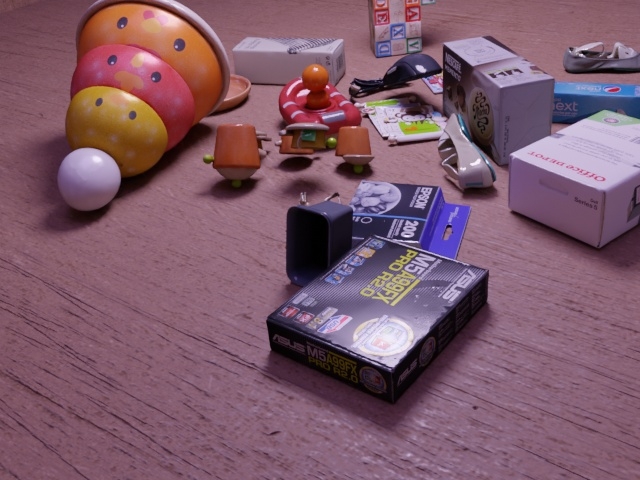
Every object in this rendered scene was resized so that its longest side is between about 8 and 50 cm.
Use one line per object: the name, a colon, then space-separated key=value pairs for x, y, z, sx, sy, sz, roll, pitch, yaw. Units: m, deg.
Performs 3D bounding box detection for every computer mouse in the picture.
computer mouse: x=0.162 y=-0.390 z=1.859 sx=0.184 sy=0.060 sz=0.262 roll=-14 pitch=9 yaw=-11

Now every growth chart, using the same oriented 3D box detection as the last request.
growth chart: x=0.192 y=-0.271 z=1.785 sx=0.172 sy=0.021 sz=0.237 roll=-12 pitch=33 yaw=-12

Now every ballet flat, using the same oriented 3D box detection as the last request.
ballet flat: x=0.702 y=-0.448 z=1.942 sx=0.213 sy=0.068 sz=0.072 roll=-1 pitch=32 yaw=7
ballet flat: x=0.271 y=-0.174 z=1.568 sx=0.086 sy=0.086 sz=0.248 roll=-7 pitch=33 yaw=-2

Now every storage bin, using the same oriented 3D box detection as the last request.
storage bin: x=0.000 y=0.000 z=1.284 sx=0.098 sy=0.135 sz=0.091 roll=17 pitch=27 yaw=32

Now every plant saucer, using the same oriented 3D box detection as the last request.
plant saucer: x=-0.271 y=-0.364 z=1.991 sx=0.200 sy=0.037 sz=0.200 roll=-5 pitch=31 yaw=3

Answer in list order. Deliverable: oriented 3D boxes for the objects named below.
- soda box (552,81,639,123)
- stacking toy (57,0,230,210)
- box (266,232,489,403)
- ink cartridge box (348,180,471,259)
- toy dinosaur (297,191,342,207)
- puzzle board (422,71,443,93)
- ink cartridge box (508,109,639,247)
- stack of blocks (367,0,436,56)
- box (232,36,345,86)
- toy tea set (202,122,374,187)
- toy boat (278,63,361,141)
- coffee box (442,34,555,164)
soda box: x=0.581 y=-0.292 z=1.706 sx=0.210 sy=0.071 sz=0.067 roll=7 pitch=35 yaw=19
stacking toy: x=-0.402 y=-0.246 z=1.650 sx=0.351 sy=0.350 sz=0.480 roll=2 pitch=50 yaw=12
box: x=0.088 y=0.100 z=1.165 sx=0.216 sy=0.060 sz=0.270 roll=18 pitch=39 yaw=34
ink cartridge box: x=0.146 y=-0.035 z=1.389 sx=0.208 sy=0.045 sz=0.206 roll=6 pitch=33 yaw=16
toy dinosaur: x=-0.001 y=-0.041 z=1.431 sx=0.093 sy=0.053 sz=0.183 roll=-21 pitch=24 yaw=5
puzzle board: x=0.309 y=-0.394 z=1.972 sx=0.096 sy=0.011 sz=0.128 roll=-9 pitch=32 yaw=-6
ink cartridge box: x=0.491 y=-0.117 z=1.397 sx=0.273 sy=0.114 sz=0.198 roll=-25 pitch=36 yaw=-29
stack of blocks: x=0.216 y=-0.657 z=2.137 sx=0.171 sy=0.297 sz=0.087 roll=-8 pitch=30 yaw=-5
box: x=-0.080 y=-0.465 z=2.068 sx=0.275 sy=0.094 sz=0.113 roll=5 pitch=33 yaw=16
toy tea set: x=-0.063 y=-0.167 z=1.607 sx=0.336 sy=0.124 sz=0.200 roll=1 pitch=3 yaw=17
toy boat: x=-0.008 y=-0.316 z=1.762 sx=0.151 sy=0.151 sz=0.231 roll=-15 pitch=33 yaw=-15
coffee box: x=0.362 y=-0.301 z=1.665 sx=0.119 sy=0.168 sz=0.297 roll=-12 pitch=33 yaw=-10
